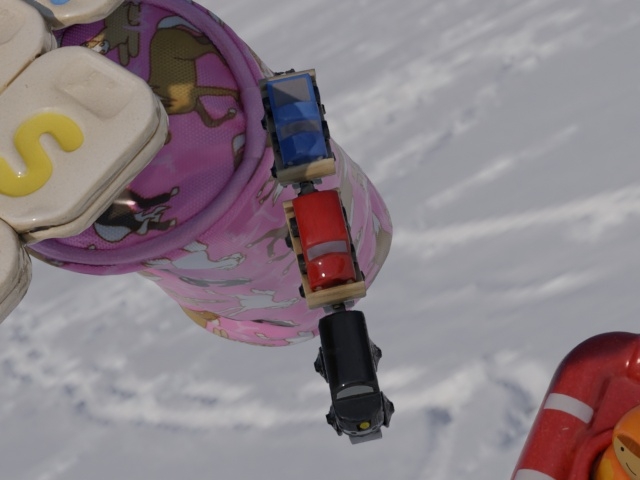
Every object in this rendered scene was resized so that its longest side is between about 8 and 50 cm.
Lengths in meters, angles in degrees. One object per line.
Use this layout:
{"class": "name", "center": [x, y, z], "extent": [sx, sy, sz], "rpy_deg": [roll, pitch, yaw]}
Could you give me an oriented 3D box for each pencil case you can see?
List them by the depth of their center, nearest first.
{"class": "pencil case", "center": [-0.068, -0.028, 1.102], "extent": [0.160, 0.167, 0.386], "rpy_deg": [-49, -16, 1]}

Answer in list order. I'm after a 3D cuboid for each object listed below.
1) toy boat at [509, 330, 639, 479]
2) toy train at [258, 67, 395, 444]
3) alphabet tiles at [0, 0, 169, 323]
{"class": "toy boat", "center": [0.209, 0.155, 1.204], "extent": [0.151, 0.151, 0.231], "rpy_deg": [99, -165, -63]}
{"class": "toy train", "center": [0.000, 0.000, 0.695], "extent": [0.027, 0.158, 0.036], "rpy_deg": [-13, -24, 1]}
{"class": "alphabet tiles", "center": [-0.195, -0.062, 0.669], "extent": [0.278, 0.284, 0.021], "rpy_deg": [-49, -30, -16]}
